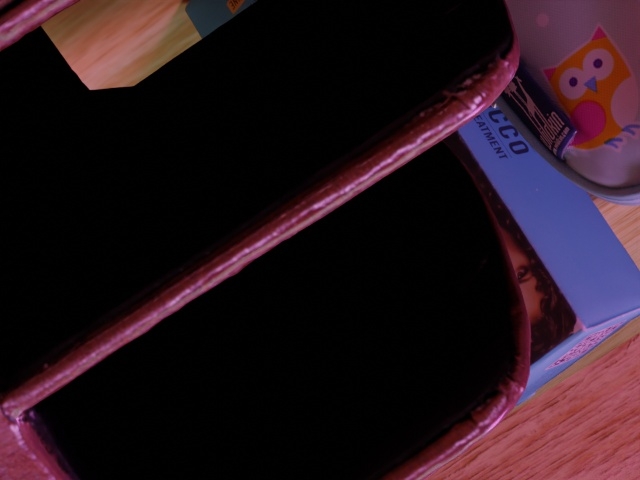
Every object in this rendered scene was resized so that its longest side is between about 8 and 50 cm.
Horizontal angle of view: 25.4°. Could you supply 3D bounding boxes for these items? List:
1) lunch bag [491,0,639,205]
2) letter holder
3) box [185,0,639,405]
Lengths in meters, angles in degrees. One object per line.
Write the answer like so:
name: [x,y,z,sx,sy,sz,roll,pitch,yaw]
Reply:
lunch bag: [0.148,-0.160,0.545,0.279,0.224,0.108,-46,159,29]
letter holder: [-0.008,-0.057,0.452,0.214,0.152,0.302,-33,-163,7]
box: [0.038,-0.043,0.645,0.060,0.244,0.100,-15,157,-46]
